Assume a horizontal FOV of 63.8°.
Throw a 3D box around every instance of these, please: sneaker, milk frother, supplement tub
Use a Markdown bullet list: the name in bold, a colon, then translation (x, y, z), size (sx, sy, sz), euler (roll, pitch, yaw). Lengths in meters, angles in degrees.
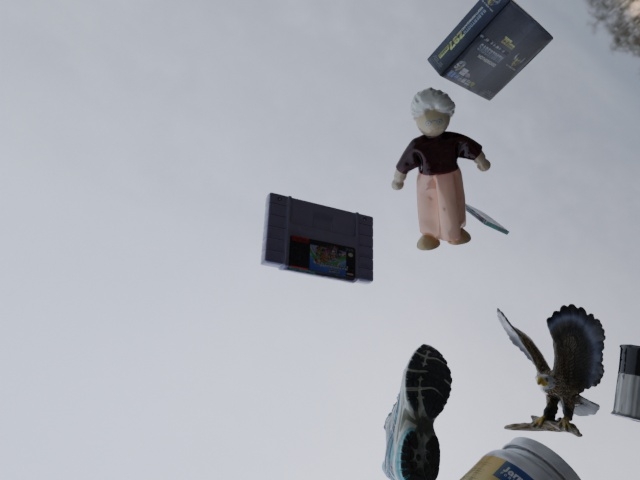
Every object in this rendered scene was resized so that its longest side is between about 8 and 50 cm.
- **sneaker**: translation (0.177, 0.344, 1.039), size (0.110, 0.122, 0.283), euler (28, -121, -14)
- **milk frother**: translation (0.603, 0.262, 0.925), size (0.143, 0.129, 0.135), euler (34, -113, -56)
- **supplement tub**: translation (0.229, 0.362, 0.651), size (0.199, 0.144, 0.144), euler (-31, -99, -26)

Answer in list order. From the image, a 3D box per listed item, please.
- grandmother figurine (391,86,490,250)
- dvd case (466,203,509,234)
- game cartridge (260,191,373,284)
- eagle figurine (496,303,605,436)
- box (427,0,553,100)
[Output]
- **grandmother figurine**: translation (0.253, -0.151, 1.084), size (0.104, 0.207, 0.343), euler (-107, 2, -63)
- **dvd case**: translation (0.410, -0.058, 1.296), size (0.087, 0.013, 0.119), euler (19, -159, -30)
- **game cartridge**: translation (0.000, 0.000, 1.549), size (0.354, 0.068, 0.230), euler (12, -119, -22)
- **eagle figurine**: translation (0.556, 0.308, 1.238), size (0.226, 0.225, 0.299), euler (-2, -105, 8)
- **box**: translation (0.358, -0.401, 1.076), size (0.232, 0.183, 0.059), euler (2, -130, -48)
